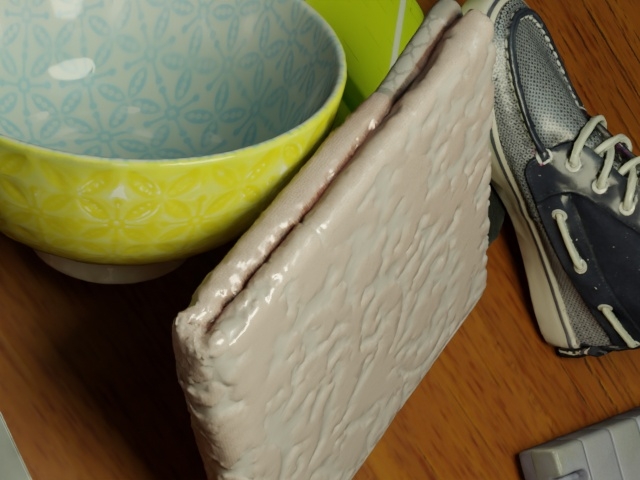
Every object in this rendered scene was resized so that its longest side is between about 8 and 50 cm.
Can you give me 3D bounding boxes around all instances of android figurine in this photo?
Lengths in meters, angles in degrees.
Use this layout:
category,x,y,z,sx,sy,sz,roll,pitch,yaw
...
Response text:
category,x,y,z,sx,sy,sz,roll,pitch,yaw
android figurine,0.020,-0.167,1.202,0.273,0.056,0.248,52,34,-40

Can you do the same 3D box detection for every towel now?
category,x,y,z,sx,sy,sz,roll,pitch,yaw
towel,0.019,0.045,1.043,0.317,0.053,0.332,-52,155,-27

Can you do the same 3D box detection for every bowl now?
category,x,y,z,sx,sy,sz,roll,pitch,yaw
bowl,-0.134,-0.066,1.016,0.289,0.289,0.156,-27,138,-39

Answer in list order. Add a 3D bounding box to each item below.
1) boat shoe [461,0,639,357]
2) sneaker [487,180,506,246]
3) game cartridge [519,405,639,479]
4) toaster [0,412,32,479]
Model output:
category,x,y,z,sx,sy,sz,roll,pitch,yaw
boat shoe,0.233,-0.055,1.271,0.127,0.158,0.340,-47,123,-40
sneaker,0.126,-0.080,1.310,0.089,0.051,0.170,-21,95,-44
game cartridge,0.305,0.325,1.343,0.230,0.068,0.355,-12,86,-43
toaster,-0.243,0.171,0.882,0.110,0.168,0.186,-28,96,-40
